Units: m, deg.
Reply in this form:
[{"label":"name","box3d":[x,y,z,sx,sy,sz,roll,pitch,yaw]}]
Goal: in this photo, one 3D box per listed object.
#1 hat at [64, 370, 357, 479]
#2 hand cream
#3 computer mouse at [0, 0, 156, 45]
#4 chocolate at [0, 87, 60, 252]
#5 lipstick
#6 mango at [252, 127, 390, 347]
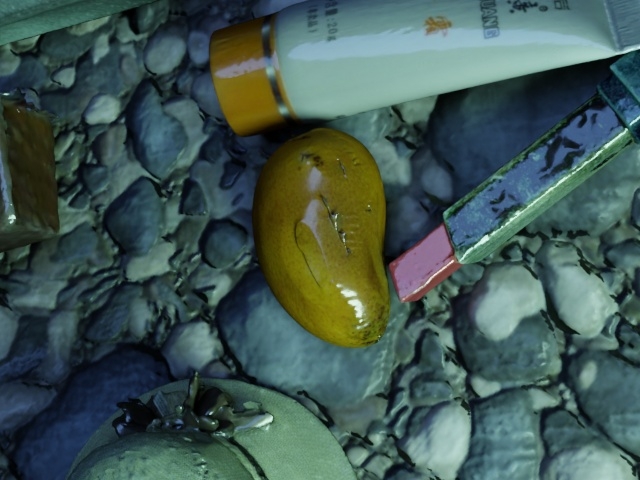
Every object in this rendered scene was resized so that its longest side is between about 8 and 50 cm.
[{"label":"hat","box3d":[-0.107,0.204,0.913,0.257,0.130,0.257,-6,71,19]},{"label":"hand cream","box3d":[0.078,-0.145,0.973,0.314,0.089,0.140,-13,48,11]},{"label":"computer mouse","box3d":[-0.208,-0.276,1.111,0.373,0.114,0.203,-20,67,14]},{"label":"chocolate","box3d":[-0.359,-0.019,1.099,0.321,0.112,0.112,-18,76,16]},{"label":"lipstick","box3d":[0.173,-0.062,0.929,0.312,0.051,0.051,-38,65,9]},{"label":"mango","box3d":[-0.002,-0.002,0.961,0.105,0.084,0.159,-14,69,23]}]
